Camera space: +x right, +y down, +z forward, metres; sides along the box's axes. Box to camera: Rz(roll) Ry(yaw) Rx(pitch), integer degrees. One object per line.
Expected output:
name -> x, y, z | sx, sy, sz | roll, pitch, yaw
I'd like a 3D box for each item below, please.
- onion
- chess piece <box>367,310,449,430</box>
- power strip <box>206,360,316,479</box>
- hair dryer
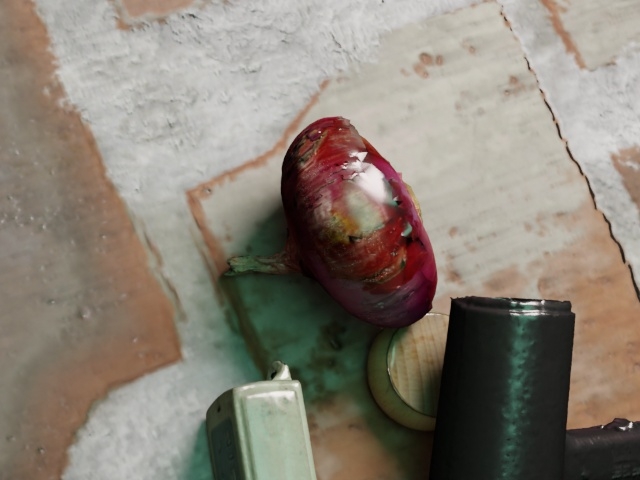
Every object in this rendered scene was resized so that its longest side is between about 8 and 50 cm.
onion -> 0.000, 0.000, 1.124 | 0.140, 0.150, 0.150 | -25, 82, 3
chess piece -> 0.073, 0.089, 1.157 | 0.084, 0.038, 0.083 | 7, 68, -19
power strip -> -0.025, 0.210, 1.057 | 0.052, 0.078, 0.272 | -5, 75, -21
hair dryer -> 0.178, 0.138, 1.148 | 0.251, 0.089, 0.197 | 4, 90, -38
